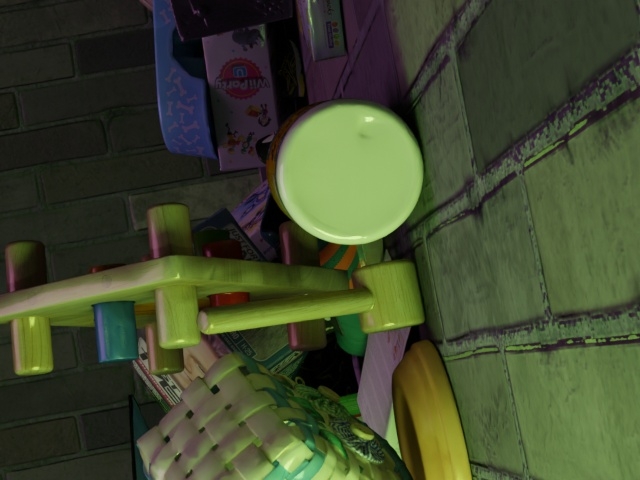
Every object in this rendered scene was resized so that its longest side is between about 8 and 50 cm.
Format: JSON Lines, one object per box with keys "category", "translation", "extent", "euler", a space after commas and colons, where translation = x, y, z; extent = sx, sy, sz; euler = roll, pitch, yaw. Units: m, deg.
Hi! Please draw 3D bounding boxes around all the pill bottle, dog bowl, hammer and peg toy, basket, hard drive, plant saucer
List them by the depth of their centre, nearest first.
{"category": "pill bottle", "translation": [0.014, -0.061, 1.265], "extent": [0.208, 0.117, 0.118], "euler": [-138, 38, -83]}
{"category": "plant saucer", "translation": [0.096, 0.188, 1.314], "extent": [0.200, 0.037, 0.200], "euler": [170, 90, -86]}
{"category": "basket", "translation": [-0.007, 0.253, 1.316], "extent": [0.289, 0.201, 0.255], "euler": [53, 174, -33]}
{"category": "hammer and peg toy", "translation": [-0.104, 0.040, 1.362], "extent": [0.266, 0.361, 0.127], "euler": [6, -105, -52]}
{"category": "hard drive", "translation": [-0.122, -0.392, 1.929], "extent": [0.054, 0.172, 0.255], "euler": [-2, -98, -73]}
{"category": "dog bowl", "translation": [-0.187, -0.258, 2.134], "extent": [0.166, 0.074, 0.297], "euler": [55, -149, -81]}

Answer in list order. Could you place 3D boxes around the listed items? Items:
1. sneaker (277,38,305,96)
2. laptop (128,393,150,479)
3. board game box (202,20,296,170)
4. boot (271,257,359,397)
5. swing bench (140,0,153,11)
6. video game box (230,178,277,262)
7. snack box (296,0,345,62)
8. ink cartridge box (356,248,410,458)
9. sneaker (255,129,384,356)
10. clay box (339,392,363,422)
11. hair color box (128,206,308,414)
{"category": "sneaker", "translation": [-0.043, -0.236, 2.063], "extent": [0.031, 0.035, 0.083], "euler": [130, 129, -82]}
{"category": "laptop", "translation": [-0.040, 0.396, 1.756], "extent": [0.382, 0.407, 0.236], "euler": [-110, 33, -66]}
{"category": "board game box", "translation": [-0.105, -0.280, 2.126], "extent": [0.224, 0.097, 0.303], "euler": [-81, -16, -66]}
{"category": "boot", "translation": [-0.003, 0.164, 1.863], "extent": [0.377, 0.138, 0.284], "euler": [-173, 67, -74]}
{"category": "swing bench", "translation": [-0.225, -0.504, 2.281], "extent": [0.253, 0.165, 0.255], "euler": [99, -168, -72]}
{"category": "video game box", "translation": [-0.063, -0.028, 1.866], "extent": [0.048, 0.187, 0.205], "euler": [45, -175, -14]}
{"category": "snack box", "translation": [-0.006, -0.267, 1.543], "extent": [0.100, 0.037, 0.141], "euler": [-112, 12, -61]}
{"category": "ink cartridge box", "translation": [0.079, 0.119, 1.474], "extent": [0.145, 0.045, 0.179], "euler": [-108, 28, -63]}
{"category": "sneaker", "translation": [0.000, 0.000, 1.538], "extent": [0.108, 0.121, 0.302], "euler": [-108, 8, -54]}
{"category": "clay box", "translation": [0.026, 0.251, 1.734], "extent": [0.222, 0.127, 0.053], "euler": [86, 172, -57]}
{"category": "hair color box", "translation": [-0.119, 0.120, 1.716], "extent": [0.174, 0.105, 0.347], "euler": [49, 156, 12]}
